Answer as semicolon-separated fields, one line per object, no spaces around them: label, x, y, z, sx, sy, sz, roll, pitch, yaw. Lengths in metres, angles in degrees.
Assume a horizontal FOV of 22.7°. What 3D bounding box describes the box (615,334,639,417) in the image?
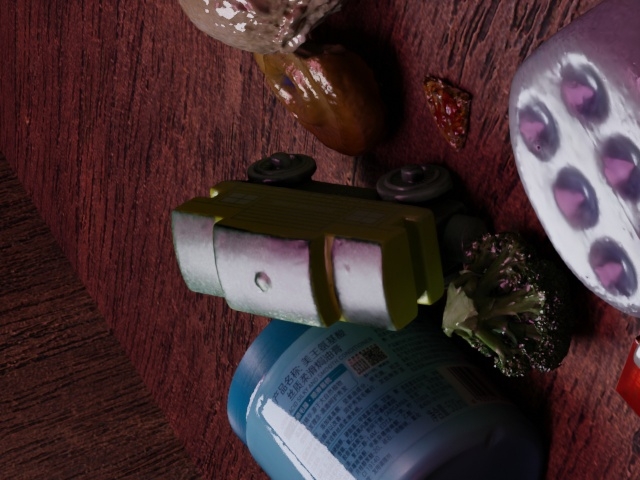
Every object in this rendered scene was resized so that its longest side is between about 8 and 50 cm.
box;0.420;0.196;1.841;0.175;0.048;0.112;51;153;31

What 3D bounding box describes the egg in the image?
egg;-0.076;-0.382;2.103;0.279;0.279;0.310;62;155;9

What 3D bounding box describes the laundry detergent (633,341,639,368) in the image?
laundry detergent;0.443;0.175;1.732;0.099;0.070;0.225;-49;59;17

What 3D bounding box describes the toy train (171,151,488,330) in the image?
toy train;0.000;0.000;2.185;0.442;0.272;0.179;9;119;37

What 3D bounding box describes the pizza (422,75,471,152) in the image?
pizza;0.156;-0.176;2.081;0.099;0.029;0.100;53;153;31

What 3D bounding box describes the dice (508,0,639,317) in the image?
dice;0.347;-0.102;1.441;0.268;0.262;0.264;65;157;5

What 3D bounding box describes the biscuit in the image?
biscuit;0.002;-0.208;2.245;0.213;0.091;0.274;55;166;-22

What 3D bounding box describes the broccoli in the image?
broccoli;0.239;0.083;2.007;0.195;0.156;0.195;-168;90;-67

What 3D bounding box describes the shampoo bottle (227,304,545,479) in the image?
shampoo bottle;0.094;0.277;2.268;0.343;0.331;0.331;45;149;38
